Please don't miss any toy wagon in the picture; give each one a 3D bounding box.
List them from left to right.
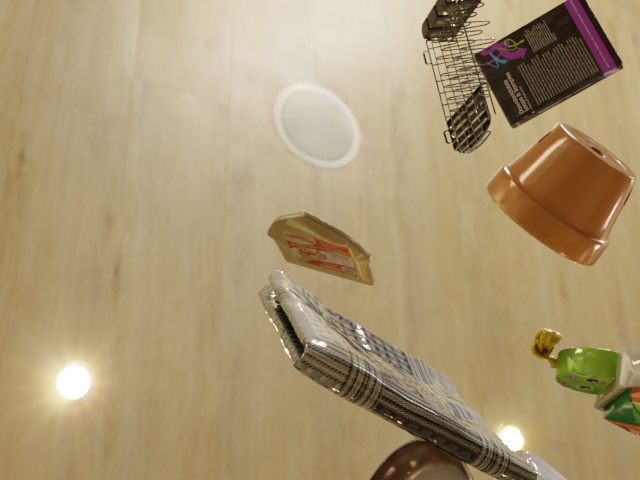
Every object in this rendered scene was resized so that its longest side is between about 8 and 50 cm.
[{"bbox_3d":[0.380,0.157,0.913,0.344,0.267,0.068,10,-111,6],"label":"toy wagon"}]

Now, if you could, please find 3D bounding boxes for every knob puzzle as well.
[{"bbox_3d":[0.000,0.000,1.532,0.213,0.213,0.030,31,-114,-13],"label":"knob puzzle"}]

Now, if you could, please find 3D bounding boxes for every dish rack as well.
[{"bbox_3d":[0.245,-0.289,1.530,0.074,0.208,0.272,-11,-100,-10],"label":"dish rack"}]

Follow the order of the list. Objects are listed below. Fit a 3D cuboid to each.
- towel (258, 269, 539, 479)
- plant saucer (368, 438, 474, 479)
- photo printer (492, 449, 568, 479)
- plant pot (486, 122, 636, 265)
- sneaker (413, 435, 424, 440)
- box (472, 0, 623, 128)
[{"bbox_3d":[0.078,0.150,1.065,0.312,0.324,0.056,30,-87,-16],"label":"towel"},{"bbox_3d":[0.135,0.438,1.300,0.050,0.310,0.311,24,-125,-23],"label":"plant saucer"},{"bbox_3d":[0.406,0.531,1.512,0.307,0.107,0.256,38,-142,-1],"label":"photo printer"},{"bbox_3d":[0.531,-0.113,1.947,0.290,0.203,0.291,29,-157,-13],"label":"plant pot"},{"bbox_3d":[0.164,0.265,1.314,0.152,0.061,0.053,25,-140,36],"label":"sneaker"},{"bbox_3d":[0.298,-0.236,1.202,0.029,0.162,0.116,22,-137,-66],"label":"box"}]
